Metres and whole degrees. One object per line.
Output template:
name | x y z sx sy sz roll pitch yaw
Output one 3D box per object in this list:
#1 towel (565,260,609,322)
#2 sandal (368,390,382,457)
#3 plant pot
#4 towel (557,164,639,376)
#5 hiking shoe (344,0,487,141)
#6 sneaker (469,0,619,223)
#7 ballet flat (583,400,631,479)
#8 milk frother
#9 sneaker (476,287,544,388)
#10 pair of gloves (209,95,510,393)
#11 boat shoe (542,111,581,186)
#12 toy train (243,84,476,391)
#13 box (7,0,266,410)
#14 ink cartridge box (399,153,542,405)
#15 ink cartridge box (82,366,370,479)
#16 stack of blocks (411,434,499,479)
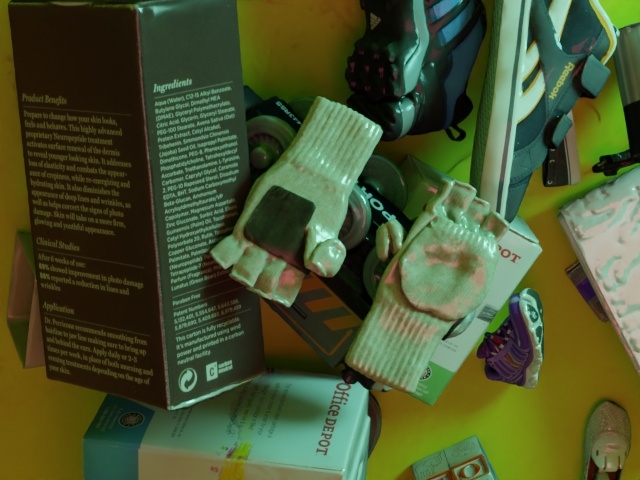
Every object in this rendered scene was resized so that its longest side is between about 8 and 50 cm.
towel | 0.317 0.048 1.916 0.060 0.009 0.083 -35 114 10
sandal | 0.008 0.259 1.943 0.090 0.060 0.219 20 110 -16
plant pot | -0.267 0.063 1.797 0.096 0.109 0.109 2 115 -22
towel | 0.470 0.026 1.876 0.332 0.053 0.317 -27 105 5
hiking shoe | 0.106 -0.250 1.717 0.132 0.113 0.304 -5 112 -39
sneaker | 0.225 -0.161 1.707 0.128 0.126 0.321 8 96 -3
ballet flat | 0.332 0.268 1.995 0.057 0.052 0.168 1 114 -8
milk frother | 0.330 -0.145 1.788 0.143 0.129 0.134 -13 81 29
sneaker | 0.207 0.114 1.873 0.071 0.068 0.170 1 145 2
pair of gloves | 0.042 0.003 1.603 0.240 0.042 0.204 35 83 4
boat shoe | 0.244 -0.117 1.809 0.040 0.049 0.142 -15 118 0
toy train | 0.000 0.000 1.723 0.334 0.142 0.190 43 119 7
box | -0.175 -0.048 1.650 0.143 0.191 0.381 -19 110 -44
ink cartridge box | 0.107 0.042 1.838 0.160 0.092 0.219 29 107 -18
ink cartridge box | -0.094 0.259 1.818 0.270 0.198 0.197 6 114 7
stack of blocks | 0.211 0.394 1.972 0.087 0.171 0.297 -25 115 4
